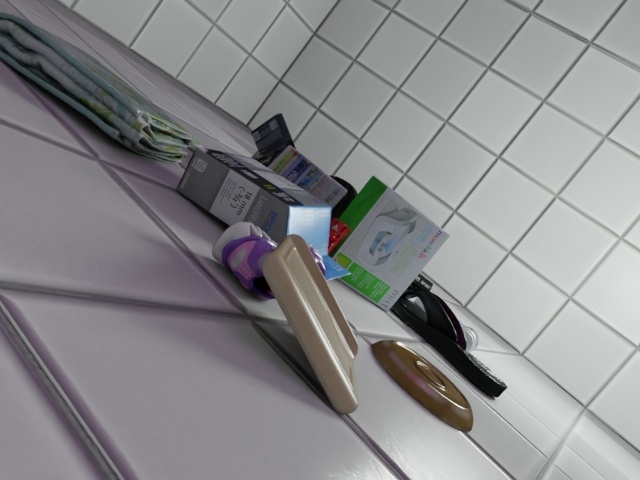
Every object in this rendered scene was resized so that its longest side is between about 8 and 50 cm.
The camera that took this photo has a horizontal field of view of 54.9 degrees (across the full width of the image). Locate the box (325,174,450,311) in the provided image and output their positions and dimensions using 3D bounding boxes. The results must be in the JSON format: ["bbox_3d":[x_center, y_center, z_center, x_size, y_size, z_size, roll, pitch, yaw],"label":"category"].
[{"bbox_3d":[0.154,0.009,1.590,0.231,0.262,0.127,36,8,-23],"label":"box"}]

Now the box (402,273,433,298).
[{"bbox_3d":[0.209,0.103,1.810,0.184,0.045,0.190,35,-22,-12],"label":"box"}]

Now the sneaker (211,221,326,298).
[{"bbox_3d":[-0.065,0.052,0.985,0.236,0.095,0.104,20,25,-52],"label":"sneaker"}]

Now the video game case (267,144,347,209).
[{"bbox_3d":[-0.069,-0.111,1.538,0.193,0.212,0.023,39,-23,5],"label":"video game case"}]

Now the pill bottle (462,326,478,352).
[{"bbox_3d":[0.431,0.299,1.846,0.078,0.078,0.137,40,8,17],"label":"pill bottle"}]

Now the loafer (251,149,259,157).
[{"bbox_3d":[-0.099,-0.228,1.991,0.268,0.092,0.102,22,-21,-17],"label":"loafer"}]

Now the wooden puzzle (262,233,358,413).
[{"bbox_3d":[-0.011,0.105,0.852,0.221,0.044,0.239,62,8,-4],"label":"wooden puzzle"}]

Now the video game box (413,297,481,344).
[{"bbox_3d":[0.443,0.282,2.144,0.205,0.048,0.187,32,7,-41],"label":"video game box"}]

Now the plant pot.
[{"bbox_3d":[0.197,0.260,1.152,0.236,0.032,0.236,37,8,-6],"label":"plant pot"}]

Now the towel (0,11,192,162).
[{"bbox_3d":[-0.459,-0.303,1.275,0.374,0.090,0.320,38,4,5],"label":"towel"}]

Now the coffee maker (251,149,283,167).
[{"bbox_3d":[-0.159,-0.161,1.659,0.178,0.171,0.120,8,-49,61],"label":"coffee maker"}]

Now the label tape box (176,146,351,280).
[{"bbox_3d":[-0.083,-0.055,1.239,0.333,0.106,0.240,33,13,16],"label":"label tape box"}]

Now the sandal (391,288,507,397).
[{"bbox_3d":[0.338,0.236,1.673,0.445,0.107,0.167,42,8,28],"label":"sandal"}]

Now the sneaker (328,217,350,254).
[{"bbox_3d":[0.000,0.000,1.424,0.087,0.128,0.221,38,7,-1],"label":"sneaker"}]

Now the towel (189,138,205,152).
[{"bbox_3d":[-0.347,-0.262,1.790,0.152,0.023,0.113,40,7,20],"label":"towel"}]

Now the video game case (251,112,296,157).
[{"bbox_3d":[-0.105,-0.204,1.743,0.196,0.026,0.274,-10,-77,63],"label":"video game case"}]

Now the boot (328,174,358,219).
[{"bbox_3d":[0.043,-0.096,1.905,0.348,0.131,0.260,15,-12,47],"label":"boot"}]
